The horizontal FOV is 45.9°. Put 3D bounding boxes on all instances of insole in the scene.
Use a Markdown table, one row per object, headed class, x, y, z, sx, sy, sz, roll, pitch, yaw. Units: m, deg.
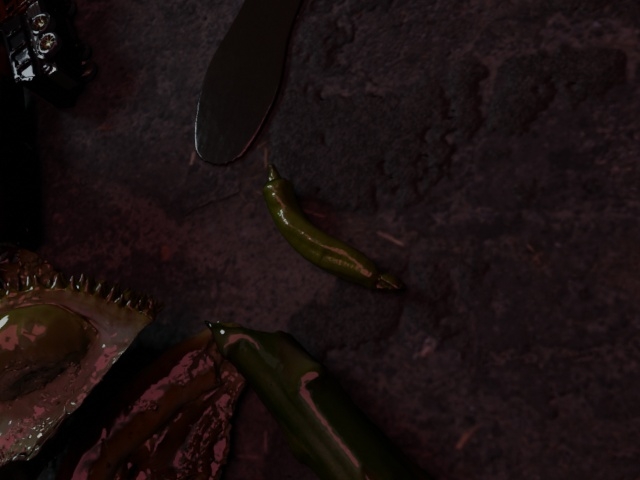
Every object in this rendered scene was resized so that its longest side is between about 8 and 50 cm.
| class | x | y | z | sx | sy | sz | roll | pitch | yaw |
| --- | --- | --- | --- | --- | --- | --- | --- | --- | --- |
| insole | -0.078 | -0.242 | 0.925 | 0.111 | 0.007 | 0.328 | 15 | 77 | 25 |

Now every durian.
| class | x | y | z | sx | sy | sz | roll | pitch | yaw |
| --- | --- | --- | --- | --- | --- | --- | --- | --- | --- |
| durian | -0.290 | 0.153 | 0.765 | 0.306 | 0.172 | 0.166 | -44 | 56 | -14 |

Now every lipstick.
| class | x | y | z | sx | sy | sz | roll | pitch | yaw |
| --- | --- | --- | --- | --- | --- | --- | --- | --- | --- |
| lipstick | -0.414 | -0.122 | 0.979 | 0.081 | 0.081 | 0.300 | -17 | 66 | 16 |

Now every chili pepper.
| class | x | y | z | sx | sy | sz | roll | pitch | yaw |
| --- | --- | --- | --- | --- | --- | --- | --- | --- | --- |
| chili pepper | -0.001 | 0.001 | 0.790 | 0.049 | 0.043 | 0.208 | -35 | 64 | -22 |

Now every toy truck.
| class | x | y | z | sx | sy | sz | roll | pitch | yaw |
| --- | --- | --- | --- | --- | --- | --- | --- | --- | --- |
| toy truck | -0.374 | -0.270 | 1.014 | 0.092 | 0.083 | 0.192 | -31 | 63 | 13 |

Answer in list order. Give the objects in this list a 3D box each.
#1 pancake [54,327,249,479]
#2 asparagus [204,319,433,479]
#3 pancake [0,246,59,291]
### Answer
| class | x | y | z | sx | sy | sz | roll | pitch | yaw |
| --- | --- | --- | --- | --- | --- | --- | --- | --- | --- |
| pancake | -0.148 | 0.242 | 0.750 | 0.266 | 0.057 | 0.244 | -39 | 62 | 5 |
| asparagus | 0.008 | 0.175 | 0.696 | 0.085 | 0.082 | 0.343 | -44 | 60 | 2 |
| pancake | -0.417 | 0.101 | 0.915 | 0.257 | 0.056 | 0.212 | 17 | 86 | 19 |
